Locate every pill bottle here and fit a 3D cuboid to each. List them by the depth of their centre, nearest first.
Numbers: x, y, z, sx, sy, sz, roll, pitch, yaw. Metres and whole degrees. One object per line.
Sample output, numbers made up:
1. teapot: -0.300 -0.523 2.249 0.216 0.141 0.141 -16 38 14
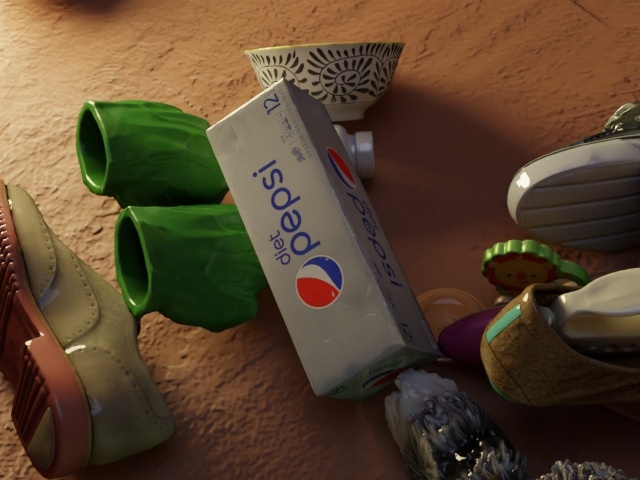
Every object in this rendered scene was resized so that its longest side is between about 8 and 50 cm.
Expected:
1. pill bottle: -0.005 -0.085 1.225 0.120 0.067 0.067 -3 54 2

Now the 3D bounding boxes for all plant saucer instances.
1. plant saucer: 0.119 0.079 1.127 0.083 0.013 0.083 -3 54 4

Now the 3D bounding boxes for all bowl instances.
1. bowl: 0.006 -0.166 1.259 0.170 0.170 0.080 -2 97 3

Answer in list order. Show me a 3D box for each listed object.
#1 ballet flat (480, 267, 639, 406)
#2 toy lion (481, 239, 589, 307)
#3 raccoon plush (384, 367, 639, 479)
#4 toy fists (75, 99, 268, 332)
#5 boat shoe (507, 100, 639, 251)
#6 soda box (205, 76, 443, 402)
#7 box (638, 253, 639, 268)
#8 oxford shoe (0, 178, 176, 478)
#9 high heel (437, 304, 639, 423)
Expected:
1. ballet flat: 0.302 0.071 0.969 0.342 0.124 0.116 2 48 -9
2. toy lion: 0.199 0.033 1.103 0.100 0.096 0.034 5 54 8
3. raccoon plush: 0.279 0.208 0.915 0.299 0.216 0.446 -17 54 -18
4. toy fists: -0.140 -0.028 1.159 0.142 0.096 0.279 0 47 -31
5. boat shoe: 0.328 -0.078 1.179 0.335 0.121 0.119 -9 45 -16
6. soda box: 0.000 0.000 1.091 0.098 0.091 0.286 -32 67 18
7. box: 0.391 -0.058 1.083 0.183 0.056 0.231 9 83 -16
8. oxford shoe: -0.241 0.073 1.121 0.130 0.123 0.348 -3 47 -31
9. high heel: 0.227 0.124 1.050 0.244 0.082 0.117 5 50 -4
